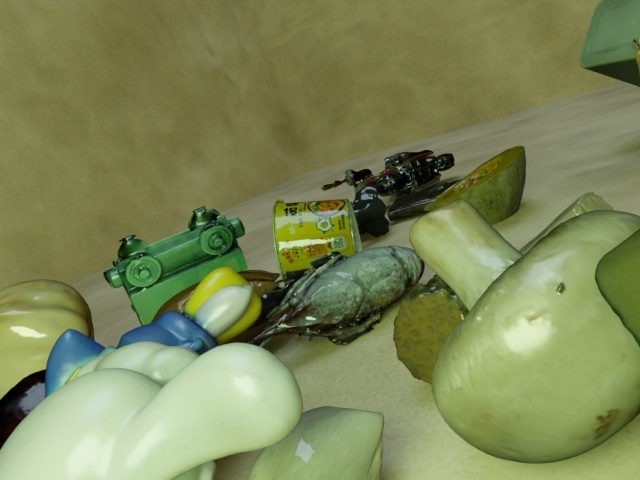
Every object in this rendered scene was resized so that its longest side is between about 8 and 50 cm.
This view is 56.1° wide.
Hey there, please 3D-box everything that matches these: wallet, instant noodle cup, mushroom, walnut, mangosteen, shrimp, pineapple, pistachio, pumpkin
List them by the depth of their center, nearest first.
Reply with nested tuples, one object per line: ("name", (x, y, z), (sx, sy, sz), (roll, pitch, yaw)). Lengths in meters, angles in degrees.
("mushroom", (-0.025, 0.196, 0.439), (0.097, 0.088, 0.212), (-4, 27, 47))
("mushroom", (0.154, 0.048, 0.459), (0.207, 0.207, 0.215), (-25, 55, -22))
("pineapple", (0.184, 0.072, 0.655), (0.125, 0.125, 0.251), (-11, 5, 41))
("mangosteen", (-0.306, 0.226, 0.700), (0.152, 0.152, 0.152), (-20, 11, 4))
("shrimp", (0.004, 0.083, 0.855), (0.343, 0.116, 0.145), (-19, 9, -29))
("walnut", (-0.148, 0.119, 0.900), (0.245, 0.137, 0.137), (-23, 12, -17))
("pistachio", (-0.481, 0.187, 0.957), (0.321, 0.229, 0.238), (-28, -37, 34))
("instant noodle cup", (0.000, 0.000, 1.137), (0.144, 0.182, 0.182), (-10, 13, 9))
("pumpkin", (0.312, -0.082, 1.150), (0.217, 0.110, 0.217), (-32, 11, 7))
("wallet", (0.278, -0.101, 1.419), (0.230, 0.042, 0.124), (-16, 15, 24))

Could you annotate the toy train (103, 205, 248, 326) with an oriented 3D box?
("toy train", (-0.292, 0.060, 1.276), (0.301, 0.202, 0.120), (-24, 35, -17))

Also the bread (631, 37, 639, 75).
("bread", (0.647, -0.254, 0.962), (0.239, 0.246, 0.111), (-16, 29, 21))

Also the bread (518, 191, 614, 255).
("bread", (0.336, 0.020, 0.798), (0.077, 0.105, 0.152), (-30, -17, -39))

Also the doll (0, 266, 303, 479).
("doll", (-0.171, 0.178, 0.541), (0.376, 0.187, 0.365), (-22, 13, 4))

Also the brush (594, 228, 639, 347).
("brush", (0.245, 0.063, 0.326), (0.123, 0.197, 0.059), (-26, -10, -29))

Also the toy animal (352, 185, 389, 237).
("toy animal", (0.081, -0.058, 1.379), (0.146, 0.114, 0.245), (-19, 12, 9))

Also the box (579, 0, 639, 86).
("box", (0.754, -0.376, 1.159), (0.344, 0.177, 0.352), (13, 8, -9))

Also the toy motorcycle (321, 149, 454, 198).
("toy motorcycle", (0.178, -0.161, 1.651), (0.401, 0.134, 0.207), (-26, 12, -33))
